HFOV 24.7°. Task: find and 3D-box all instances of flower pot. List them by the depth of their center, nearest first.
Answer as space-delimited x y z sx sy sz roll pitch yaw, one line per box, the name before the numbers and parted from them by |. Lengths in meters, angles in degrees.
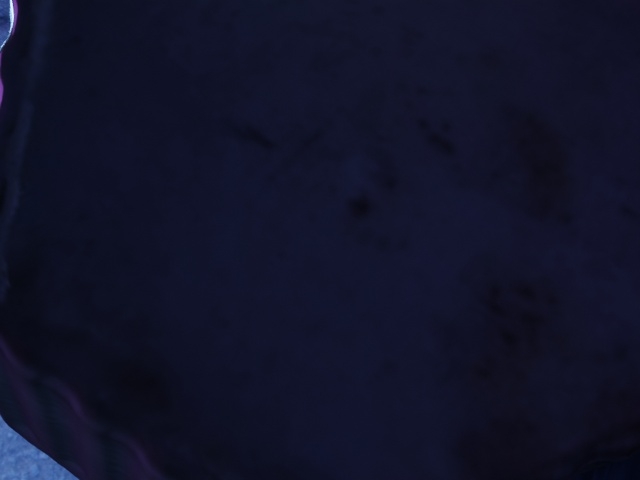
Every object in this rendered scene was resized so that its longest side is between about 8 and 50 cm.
flower pot | 0.000 0.000 0.485 0.189 0.239 0.209 113 135 -74
